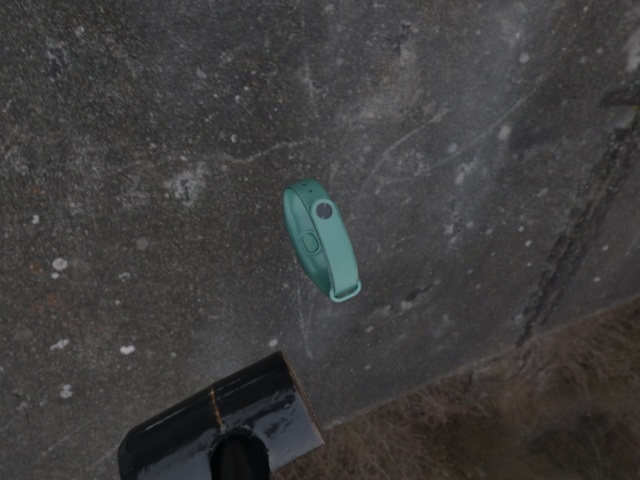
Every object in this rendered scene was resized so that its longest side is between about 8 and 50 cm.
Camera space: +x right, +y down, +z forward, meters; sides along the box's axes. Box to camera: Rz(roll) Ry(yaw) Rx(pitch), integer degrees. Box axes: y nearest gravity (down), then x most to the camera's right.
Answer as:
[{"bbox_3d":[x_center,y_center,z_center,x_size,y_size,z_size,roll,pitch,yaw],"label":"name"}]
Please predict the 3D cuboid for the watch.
[{"bbox_3d":[0.000,0.000,0.985,0.068,0.237,0.195,-21,179,-18],"label":"watch"}]

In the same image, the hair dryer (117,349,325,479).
[{"bbox_3d":[-0.076,0.221,0.404,0.189,0.352,0.107,-26,104,-6],"label":"hair dryer"}]
